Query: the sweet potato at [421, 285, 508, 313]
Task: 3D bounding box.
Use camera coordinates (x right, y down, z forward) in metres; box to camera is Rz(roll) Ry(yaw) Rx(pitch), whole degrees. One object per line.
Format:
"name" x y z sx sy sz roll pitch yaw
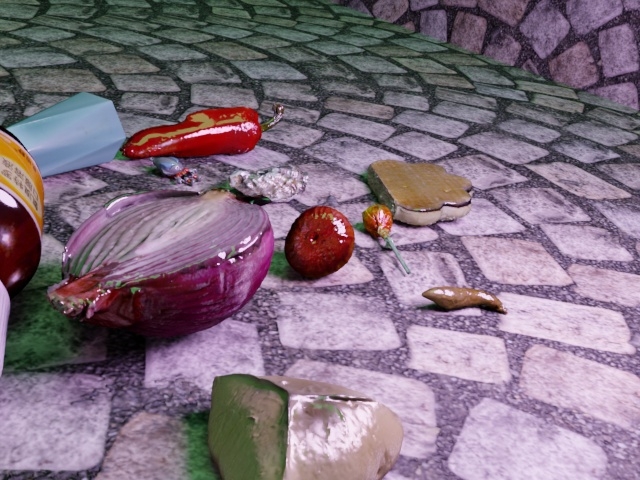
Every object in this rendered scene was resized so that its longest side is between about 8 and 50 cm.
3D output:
"sweet potato" 0.227 0.093 1.234 0.153 0.038 0.041 9 47 -19

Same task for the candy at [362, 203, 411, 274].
"candy" 0.124 0.000 1.383 0.060 0.060 0.201 0 34 -18

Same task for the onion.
"onion" -0.221 0.061 1.024 0.267 0.159 0.348 10 31 29

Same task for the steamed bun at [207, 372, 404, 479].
"steamed bun" -0.021 0.216 0.827 0.231 0.110 0.212 7 27 2

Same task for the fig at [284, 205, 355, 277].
"fig" -0.001 -0.008 1.275 0.119 0.119 0.153 8 24 -2

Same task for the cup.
"cup" -0.504 -0.183 1.465 0.134 0.148 0.235 -13 16 36

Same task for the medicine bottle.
"medicine bottle" -0.459 0.029 0.941 0.242 0.242 0.395 -1 42 -20

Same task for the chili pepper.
"chili pepper" -0.244 -0.228 1.659 0.387 0.110 0.110 -12 33 -27

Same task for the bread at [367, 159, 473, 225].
"bread" 0.214 -0.099 1.593 0.207 0.056 0.286 2 27 -8

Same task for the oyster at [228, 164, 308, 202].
"oyster" -0.097 -0.121 1.535 0.125 0.064 0.177 15 25 20

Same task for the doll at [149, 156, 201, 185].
"doll" -0.293 -0.142 1.537 0.114 0.039 0.057 27 63 11
